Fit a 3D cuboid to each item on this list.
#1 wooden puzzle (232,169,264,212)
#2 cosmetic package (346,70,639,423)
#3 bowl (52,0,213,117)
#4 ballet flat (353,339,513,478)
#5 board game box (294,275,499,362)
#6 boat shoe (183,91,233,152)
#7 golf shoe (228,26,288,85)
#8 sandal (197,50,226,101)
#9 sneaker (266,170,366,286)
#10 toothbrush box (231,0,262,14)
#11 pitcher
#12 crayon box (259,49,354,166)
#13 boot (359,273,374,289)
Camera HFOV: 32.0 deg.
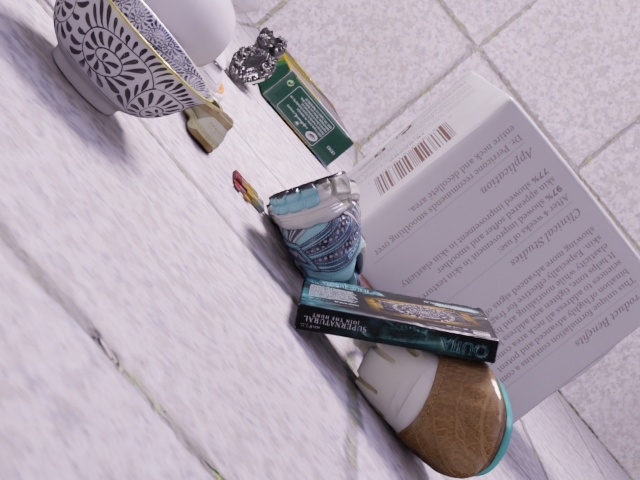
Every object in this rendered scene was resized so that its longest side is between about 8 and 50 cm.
[{"bbox_3d":[-0.083,-0.057,1.289,0.049,0.006,0.083,48,8,-17],"label":"wooden puzzle"},{"bbox_3d":[0.251,0.006,1.712,0.394,0.329,0.327,50,7,-13],"label":"cosmetic package"},{"bbox_3d":[-0.177,-0.161,0.965,0.170,0.080,0.170,49,8,-10],"label":"bowl"},{"bbox_3d":[0.092,0.128,1.108,0.124,0.116,0.342,29,11,-9],"label":"ballet flat"},{"bbox_3d":[0.071,0.074,1.069,0.186,0.026,0.126,11,10,1],"label":"board game box"},{"bbox_3d":[-0.129,-0.149,1.302,0.056,0.048,0.153,48,8,-21],"label":"boat shoe"},{"bbox_3d":[-0.122,-0.311,2.029,0.077,0.094,0.198,37,34,0],"label":"golf shoe"},{"bbox_3d":[-0.178,-0.270,1.481,0.102,0.076,0.265,55,8,27],"label":"sandal"},{"bbox_3d":[0.000,0.000,1.254,0.283,0.110,0.122,-9,83,-85],"label":"sneaker"},{"bbox_3d":[-0.151,-0.458,1.433,0.206,0.283,0.122,17,-4,-32],"label":"toothbrush box"},{"bbox_3d":[-0.197,-0.269,1.286,0.207,0.125,0.178,30,39,-40],"label":"pitcher"},{"bbox_3d":[-0.042,-0.296,2.366,0.203,0.083,0.323,48,9,-20],"label":"crayon box"},{"bbox_3d":[0.075,0.082,1.460,0.114,0.037,0.106,46,5,1],"label":"boot"}]
